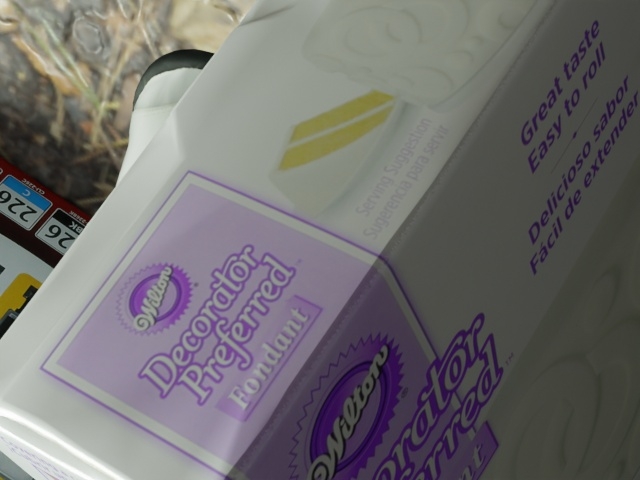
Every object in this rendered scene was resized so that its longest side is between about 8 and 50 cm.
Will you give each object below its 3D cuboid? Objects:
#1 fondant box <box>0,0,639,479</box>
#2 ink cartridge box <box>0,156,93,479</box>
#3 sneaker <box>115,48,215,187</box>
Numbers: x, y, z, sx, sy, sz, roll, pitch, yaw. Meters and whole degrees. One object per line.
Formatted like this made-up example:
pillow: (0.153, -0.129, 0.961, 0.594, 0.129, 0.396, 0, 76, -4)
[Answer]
fondant box: (0.046, 0.050, 0.515, 0.096, 0.238, 0.330, 23, 159, 32)
ink cartridge box: (-0.192, 0.106, 0.761, 0.309, 0.272, 0.130, 34, 131, -4)
sneaker: (-0.001, -0.001, 0.700, 0.127, 0.182, 0.315, -10, 150, 24)
